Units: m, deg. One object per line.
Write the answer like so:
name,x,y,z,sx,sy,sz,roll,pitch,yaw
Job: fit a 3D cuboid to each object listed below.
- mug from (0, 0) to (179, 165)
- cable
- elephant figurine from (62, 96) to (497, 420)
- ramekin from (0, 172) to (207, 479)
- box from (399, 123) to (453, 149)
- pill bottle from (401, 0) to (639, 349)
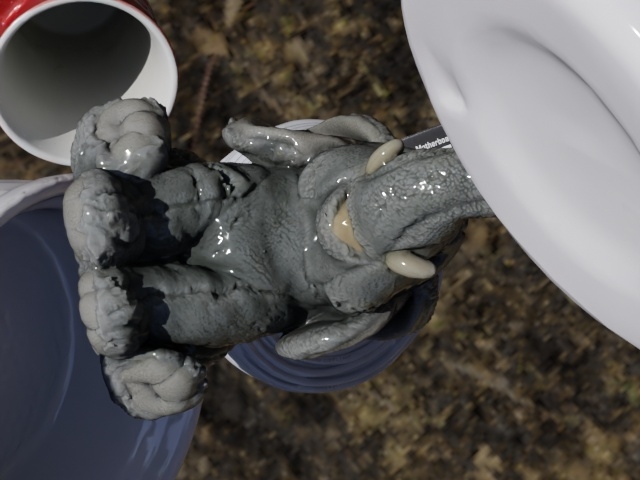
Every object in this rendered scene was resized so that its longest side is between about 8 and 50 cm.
mug,-0.162,-0.152,0.847,0.169,0.113,0.150,-110,0,-54
cable,-0.003,0.014,1.252,0.089,0.257,0.257,14,132,60
elephant figurine,0.000,0.000,0.686,0.186,0.239,0.169,-104,4,-53
ramekin,-0.213,0.087,0.910,0.135,0.277,0.277,7,127,34
box,0.181,-0.091,0.982,0.216,0.270,0.060,-17,95,47
pill bottle,0.180,-0.101,0.409,0.161,0.283,0.161,52,168,16
